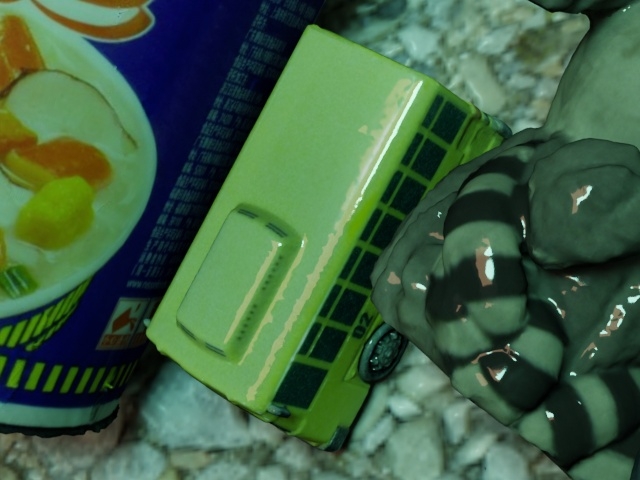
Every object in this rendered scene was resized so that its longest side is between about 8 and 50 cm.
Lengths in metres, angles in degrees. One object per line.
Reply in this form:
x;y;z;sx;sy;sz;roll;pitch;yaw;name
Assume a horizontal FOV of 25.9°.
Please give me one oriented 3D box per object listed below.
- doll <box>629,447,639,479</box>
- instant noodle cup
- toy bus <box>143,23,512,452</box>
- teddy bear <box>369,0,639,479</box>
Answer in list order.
0.209;0.125;0.407;0.258;0.228;0.154;31;53;19;doll
-0.139;-0.085;0.661;0.284;0.284;0.312;26;99;36;instant noodle cup
0.000;0.000;0.630;0.088;0.101;0.175;30;93;33;toy bus
0.115;-0.030;0.513;0.251;0.171;0.144;-63;23;12;teddy bear
